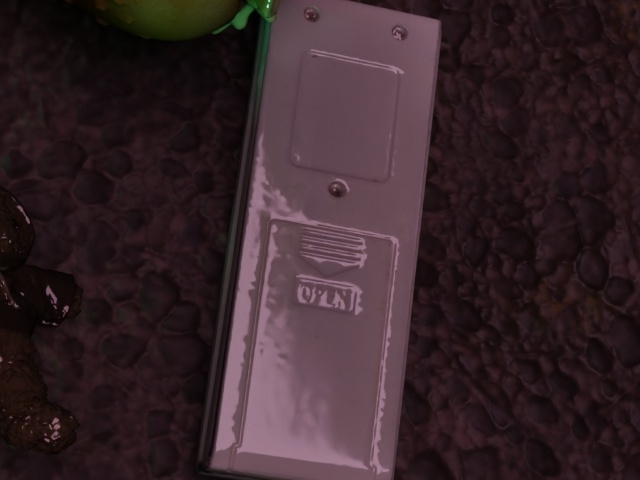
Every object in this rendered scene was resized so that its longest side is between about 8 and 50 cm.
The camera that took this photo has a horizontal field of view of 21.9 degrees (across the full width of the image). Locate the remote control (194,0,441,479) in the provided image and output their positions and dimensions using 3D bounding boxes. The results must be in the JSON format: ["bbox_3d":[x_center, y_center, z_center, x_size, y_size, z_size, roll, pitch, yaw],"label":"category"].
[{"bbox_3d":[0.000,0.000,0.925,0.103,0.055,0.277,11,74,-12],"label":"remote control"}]

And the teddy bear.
[{"bbox_3d":[-0.180,0.046,0.860,0.119,0.078,0.160,11,52,-30],"label":"teddy bear"}]

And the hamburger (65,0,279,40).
[{"bbox_3d":[-0.095,-0.229,0.847,0.212,0.274,0.274,-42,90,-9],"label":"hamburger"}]
